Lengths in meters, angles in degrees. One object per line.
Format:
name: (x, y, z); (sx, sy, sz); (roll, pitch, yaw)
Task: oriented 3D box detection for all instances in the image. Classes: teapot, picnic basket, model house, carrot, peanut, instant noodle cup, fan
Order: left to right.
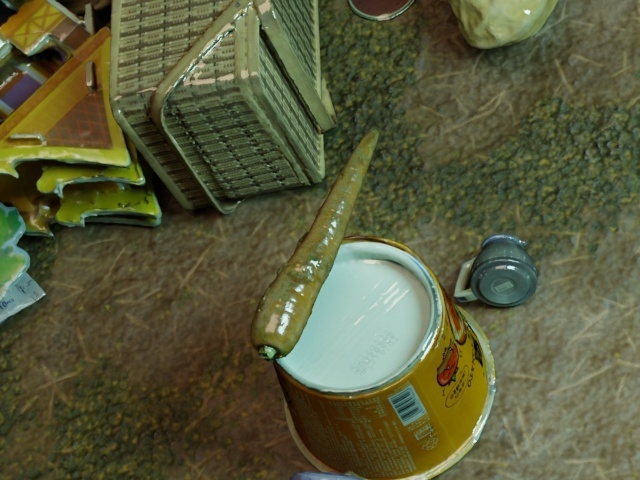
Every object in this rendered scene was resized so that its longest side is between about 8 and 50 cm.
model house: (-0.334, -0.097, 1.704); (0.313, 0.242, 0.357); (37, 72, 26)
picnic basket: (-0.096, -0.211, 1.702); (0.175, 0.228, 0.313); (-11, 60, 14)
carrot: (0.000, 0.000, 1.467); (0.049, 0.049, 0.254); (16, 63, 24)
instant noodle cup: (0.047, 0.105, 1.520); (0.215, 0.172, 0.216); (-7, 59, 12)
fan: (0.084, -0.301, 1.822); (0.085, 0.005, 0.133); (28, 75, 28)
teapot: (0.171, 0.030, 1.594); (0.088, 0.066, 0.057); (-25, 36, 27)
peanut: (0.194, -0.346, 1.730); (0.152, 0.152, 0.313); (-2, 62, 16)

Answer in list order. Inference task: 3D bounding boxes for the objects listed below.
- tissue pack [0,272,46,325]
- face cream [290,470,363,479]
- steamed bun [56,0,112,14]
tissue pack: (-0.403, 0.082, 1.752); (0.193, 0.026, 0.122); (-40, 58, -9)
face cream: (-0.026, 0.412, 1.433); (0.235, 0.137, 0.420); (6, 76, 18)
steamed bun: (-0.335, -0.332, 1.878); (0.212, 0.231, 0.110); (36, 104, 15)
